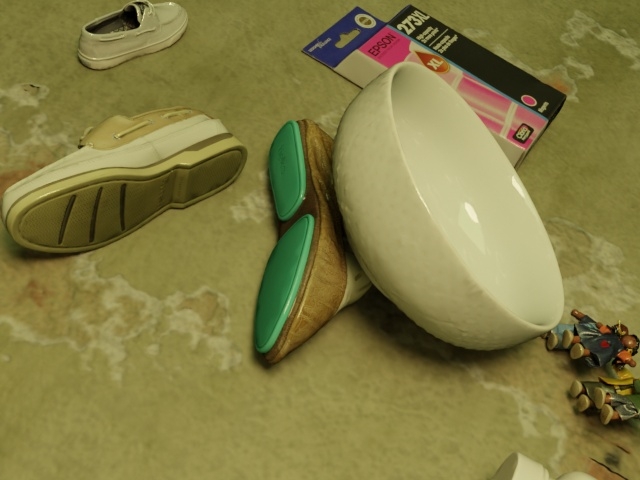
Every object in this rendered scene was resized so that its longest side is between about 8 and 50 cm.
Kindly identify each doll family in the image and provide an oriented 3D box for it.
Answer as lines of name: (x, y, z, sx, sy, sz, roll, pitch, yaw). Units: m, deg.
doll family: (0.336, 0.143, 0.905, 0.111, 0.076, 0.193, -3, 50, -14)

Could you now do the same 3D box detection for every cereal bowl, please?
cereal bowl: (0.125, -0.024, 0.883, 0.339, 0.141, 0.339, 39, 34, -33)

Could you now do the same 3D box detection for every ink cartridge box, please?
ink cartridge box: (0.172, -0.251, 1.184, 0.371, 0.069, 0.176, 32, 50, 13)

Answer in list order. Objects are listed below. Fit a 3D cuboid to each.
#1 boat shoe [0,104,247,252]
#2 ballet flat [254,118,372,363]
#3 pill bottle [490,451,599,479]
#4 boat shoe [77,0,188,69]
boat shoe: (-0.228, -0.077, 0.890, 0.302, 0.113, 0.103, -23, 60, -43)
ballet flat: (0.000, 0.000, 0.909, 0.124, 0.116, 0.342, 23, 42, -24)
pill bottle: (0.258, 0.292, 0.723, 0.221, 0.124, 0.124, 31, 50, 7)
boat shoe: (-0.256, -0.299, 1.084, 0.184, 0.063, 0.066, -31, 66, -34)
